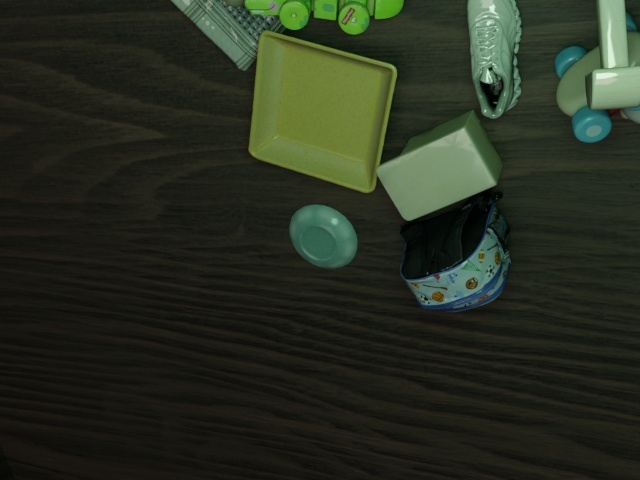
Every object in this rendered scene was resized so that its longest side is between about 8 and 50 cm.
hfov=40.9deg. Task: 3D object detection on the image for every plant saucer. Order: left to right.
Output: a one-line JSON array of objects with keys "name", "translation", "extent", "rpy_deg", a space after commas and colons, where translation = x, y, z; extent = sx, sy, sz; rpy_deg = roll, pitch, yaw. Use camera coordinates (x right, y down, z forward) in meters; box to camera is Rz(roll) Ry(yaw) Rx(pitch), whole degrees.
[{"name": "plant saucer", "translation": [0.000, 0.000, 2.241], "extent": [0.195, 0.037, 0.195], "rpy_deg": [11, 124, 17]}, {"name": "plant saucer", "translation": [0.008, -0.311, 2.017], "extent": [0.333, 0.081, 0.332], "rpy_deg": [19, 126, 13]}]

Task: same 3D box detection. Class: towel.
[{"name": "towel", "translation": [-0.196, -0.594, 1.952], "extent": [0.324, 0.056, 0.312], "rpy_deg": [47, 127, -7]}]

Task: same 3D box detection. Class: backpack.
[{"name": "backpack", "translation": [0.308, 0.047, 1.985], "extent": [0.277, 0.263, 0.213], "rpy_deg": [-25, 107, 33]}]

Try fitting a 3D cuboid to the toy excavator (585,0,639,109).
[{"name": "toy excavator", "translation": [0.468, -0.486, 1.448], "extent": [0.222, 0.445, 0.432], "rpy_deg": [-2, 120, 13]}]

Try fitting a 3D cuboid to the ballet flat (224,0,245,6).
[{"name": "ballet flat", "translation": [-0.148, -0.596, 1.860], "extent": [0.086, 0.086, 0.248], "rpy_deg": [44, 124, -6]}]

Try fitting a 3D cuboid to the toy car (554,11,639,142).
[{"name": "toy car", "translation": [0.617, -0.287, 1.711], "extent": [0.238, 0.219, 0.210], "rpy_deg": [27, 133, -29]}]

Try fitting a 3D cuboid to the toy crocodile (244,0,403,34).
[{"name": "toy crocodile", "translation": [0.008, -0.516, 1.837], "extent": [0.341, 0.115, 0.105], "rpy_deg": [5, 125, 6]}]

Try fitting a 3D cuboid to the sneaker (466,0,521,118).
[{"name": "sneaker", "translation": [0.358, -0.393, 1.783], "extent": [0.110, 0.118, 0.292], "rpy_deg": [-1, 118, 27]}]

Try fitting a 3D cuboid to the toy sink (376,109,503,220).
[{"name": "toy sink", "translation": [0.271, -0.170, 1.952], "extent": [0.234, 0.131, 0.152], "rpy_deg": [-24, 107, 29]}]
